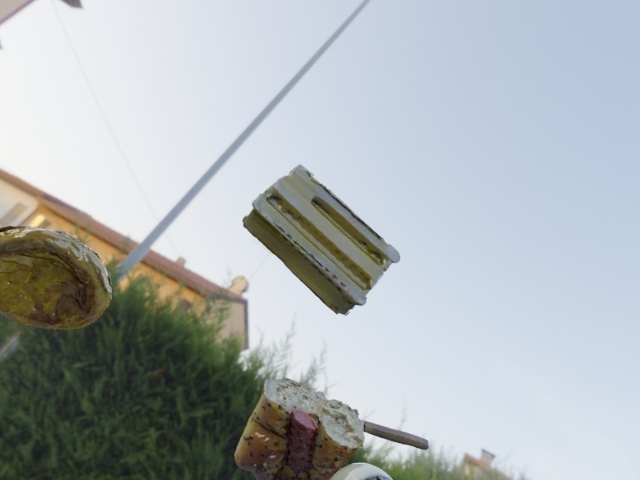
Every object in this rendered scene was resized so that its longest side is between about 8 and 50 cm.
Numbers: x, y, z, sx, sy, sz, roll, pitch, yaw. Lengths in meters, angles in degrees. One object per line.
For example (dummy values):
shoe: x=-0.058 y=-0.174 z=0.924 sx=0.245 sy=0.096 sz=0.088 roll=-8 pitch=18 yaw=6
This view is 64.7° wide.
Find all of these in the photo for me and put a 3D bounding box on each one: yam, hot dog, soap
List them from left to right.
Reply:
hot dog: x=-0.091 y=0.675 z=1.663 sx=0.367 sy=0.196 sz=0.366 roll=27 pitch=-62 yaw=-5
soap: x=0.001 y=-0.001 z=0.808 sx=0.233 sy=0.135 sz=0.076 roll=41 pitch=-37 yaw=5
yam: x=0.262 y=0.690 z=1.789 sx=0.263 sy=0.046 sz=0.046 roll=20 pitch=-22 yaw=-9

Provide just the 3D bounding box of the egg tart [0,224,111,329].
egg tart: x=-0.675 y=0.079 z=1.238 sx=0.340 sy=0.129 sz=0.341 roll=-5 pitch=-49 yaw=-5

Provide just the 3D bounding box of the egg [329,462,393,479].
egg: x=0.076 y=0.758 z=1.435 sx=0.174 sy=0.286 sz=0.265 roll=17 pitch=-58 yaw=50
